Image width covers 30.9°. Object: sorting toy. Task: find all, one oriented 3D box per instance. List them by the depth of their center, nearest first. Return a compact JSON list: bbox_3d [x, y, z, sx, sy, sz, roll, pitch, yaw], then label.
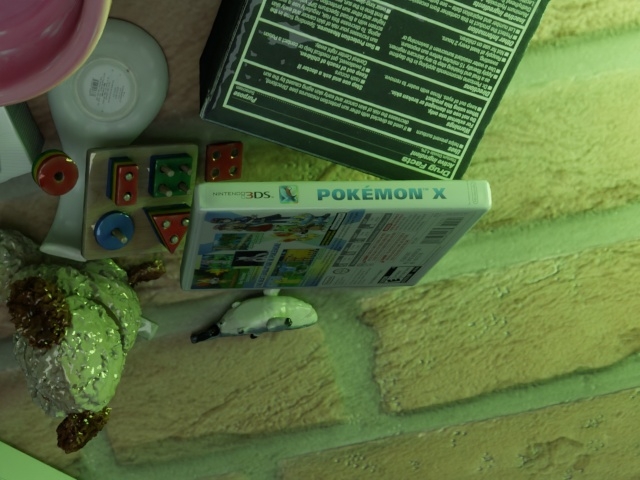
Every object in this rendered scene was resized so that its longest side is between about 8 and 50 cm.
[{"bbox_3d":[-0.191,-0.041,1.322,0.274,0.046,0.132,-7,117,-33],"label":"sorting toy"}]

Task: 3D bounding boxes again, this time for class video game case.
[{"bbox_3d":[0.000,0.000,1.295,0.299,0.329,0.036,-1,74,-10],"label":"video game case"}]

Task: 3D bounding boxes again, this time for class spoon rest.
[{"bbox_3d":[-0.263,-0.119,1.331,0.137,0.084,0.276,15,102,-14],"label":"spoon rest"}]

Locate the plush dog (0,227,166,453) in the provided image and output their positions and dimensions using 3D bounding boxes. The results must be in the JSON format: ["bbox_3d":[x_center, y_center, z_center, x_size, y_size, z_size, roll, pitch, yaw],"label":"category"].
[{"bbox_3d":[-0.283,0.113,1.357,0.210,0.225,0.262,-16,118,4],"label":"plush dog"}]

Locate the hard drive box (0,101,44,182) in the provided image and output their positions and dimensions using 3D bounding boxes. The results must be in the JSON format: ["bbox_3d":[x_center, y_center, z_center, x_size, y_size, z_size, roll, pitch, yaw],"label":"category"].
[{"bbox_3d":[-0.437,-0.165,1.273,0.181,0.089,0.232,-18,118,4],"label":"hard drive box"}]

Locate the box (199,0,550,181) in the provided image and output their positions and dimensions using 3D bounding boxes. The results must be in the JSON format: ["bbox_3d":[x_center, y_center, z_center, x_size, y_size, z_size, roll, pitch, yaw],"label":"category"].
[{"bbox_3d":[0.054,-0.241,1.221,0.296,0.183,0.294,18,115,-15],"label":"box"}]

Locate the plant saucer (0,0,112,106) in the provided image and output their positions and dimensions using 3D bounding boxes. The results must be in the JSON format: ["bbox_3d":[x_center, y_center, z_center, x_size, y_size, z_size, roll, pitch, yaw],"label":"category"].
[{"bbox_3d":[-0.322,-0.251,0.917,0.332,0.084,0.332,5,137,4],"label":"plant saucer"}]

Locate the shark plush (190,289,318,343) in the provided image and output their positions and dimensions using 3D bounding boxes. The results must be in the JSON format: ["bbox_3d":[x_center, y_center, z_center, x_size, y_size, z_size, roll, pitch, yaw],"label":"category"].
[{"bbox_3d":[-0.086,0.113,1.475,0.161,0.073,0.067,-27,147,4],"label":"shark plush"}]

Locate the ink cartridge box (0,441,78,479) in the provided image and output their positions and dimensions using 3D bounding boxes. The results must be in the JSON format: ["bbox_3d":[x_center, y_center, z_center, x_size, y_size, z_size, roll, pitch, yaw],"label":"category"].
[{"bbox_3d":[-0.396,0.460,1.588,0.309,0.130,0.272,32,112,-20],"label":"ink cartridge box"}]
